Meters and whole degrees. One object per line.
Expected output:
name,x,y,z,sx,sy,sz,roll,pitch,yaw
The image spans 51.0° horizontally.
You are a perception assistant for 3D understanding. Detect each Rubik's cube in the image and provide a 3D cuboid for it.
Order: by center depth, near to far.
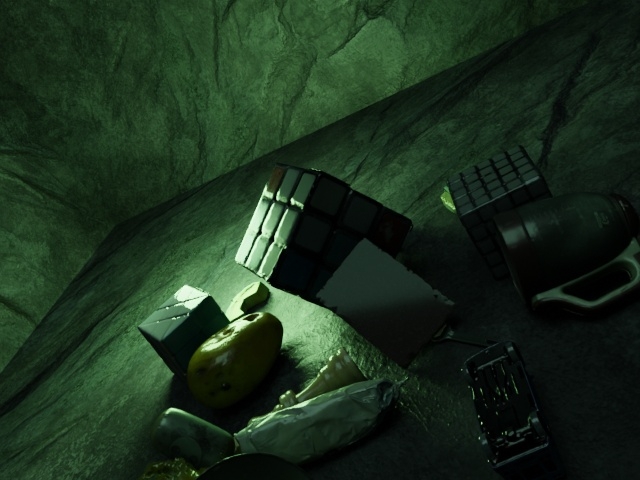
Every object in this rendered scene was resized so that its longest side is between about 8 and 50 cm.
Rubik's cube,0.503,-0.079,1.812,0.238,0.237,0.237,-27,25,12
Rubik's cube,0.000,0.000,2.014,0.363,0.359,0.362,24,92,65
Rubik's cube,-0.428,0.311,2.216,0.231,0.224,0.221,-43,27,-22

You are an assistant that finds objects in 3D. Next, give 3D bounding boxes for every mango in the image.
mango,-0.242,0.348,2.011,0.253,0.182,0.365,-13,20,42

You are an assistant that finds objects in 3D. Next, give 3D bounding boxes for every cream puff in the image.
cream puff,-0.299,0.612,1.516,0.185,0.282,0.282,-6,2,-43

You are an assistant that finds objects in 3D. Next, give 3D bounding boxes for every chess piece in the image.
chess piece,-0.065,0.434,1.708,0.397,0.117,0.117,-37,25,-3

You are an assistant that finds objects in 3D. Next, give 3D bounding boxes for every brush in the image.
brush,0.369,0.238,1.640,0.266,0.027,0.062,4,52,52
brush,0.454,-0.102,2.136,0.060,0.068,0.297,-51,26,7

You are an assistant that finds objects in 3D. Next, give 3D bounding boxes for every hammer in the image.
hammer,-0.327,0.547,1.642,0.113,0.202,0.305,-55,-12,-52

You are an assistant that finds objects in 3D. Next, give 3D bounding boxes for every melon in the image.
melon,-0.270,0.234,2.371,0.118,0.064,0.209,-11,35,30

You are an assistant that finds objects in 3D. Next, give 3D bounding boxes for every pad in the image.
pad,0.167,0.160,1.779,0.330,0.004,0.220,38,85,28

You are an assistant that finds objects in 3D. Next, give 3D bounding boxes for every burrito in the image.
burrito,0.015,0.432,1.587,0.445,0.139,0.101,-23,-4,6

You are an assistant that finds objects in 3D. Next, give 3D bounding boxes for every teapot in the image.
teapot,0.598,0.030,1.563,0.312,0.233,0.315,-21,56,12

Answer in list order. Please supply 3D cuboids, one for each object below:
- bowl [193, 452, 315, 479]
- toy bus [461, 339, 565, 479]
bowl,-0.148,0.600,1.339,0.337,0.337,0.157,-46,1,-26
toy bus,0.378,0.336,1.327,0.125,0.133,0.292,-31,27,18
